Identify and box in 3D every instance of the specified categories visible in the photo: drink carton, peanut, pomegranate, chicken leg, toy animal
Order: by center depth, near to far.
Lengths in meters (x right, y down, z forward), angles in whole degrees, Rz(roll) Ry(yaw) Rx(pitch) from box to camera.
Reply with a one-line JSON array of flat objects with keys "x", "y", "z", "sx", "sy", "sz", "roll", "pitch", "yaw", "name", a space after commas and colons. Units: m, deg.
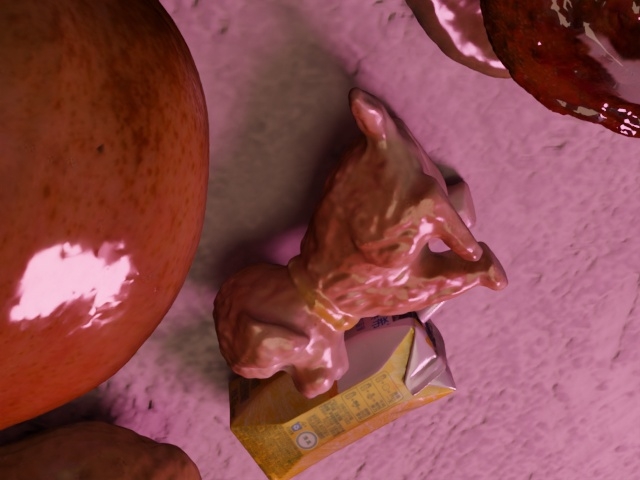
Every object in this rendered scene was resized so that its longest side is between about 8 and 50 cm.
[{"x": -0.196, "y": -0.051, "z": 0.691, "sx": 0.319, "sy": 0.319, "sz": 0.319, "roll": -9, "pitch": 133, "yaw": -10, "name": "pomegranate"}, {"x": 0.162, "y": -0.136, "z": 0.807, "sx": 0.407, "sy": 0.096, "sz": 0.158, "roll": 29, "pitch": 120, "yaw": -35, "name": "chicken leg"}, {"x": -0.005, "y": 0.003, "z": 0.932, "sx": 0.185, "sy": 0.104, "sz": 0.184, "roll": -28, "pitch": 135, "yaw": 15, "name": "toy animal"}, {"x": -0.189, "y": 0.197, "z": 1.024, "sx": 0.224, "sy": 0.129, "sz": 0.129, "roll": -18, "pitch": 134, "yaw": 1, "name": "peanut"}, {"x": 0.036, "y": 0.085, "z": 1.032, "sx": 0.200, "sy": 0.084, "sz": 0.074, "roll": -29, "pitch": 111, "yaw": 10, "name": "drink carton"}]

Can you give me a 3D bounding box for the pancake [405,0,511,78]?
[{"x": 0.159, "y": -0.180, "z": 0.857, "sx": 0.236, "sy": 0.042, "sz": 0.222, "roll": 0, "pitch": 134, "yaw": -17, "name": "pancake"}]
